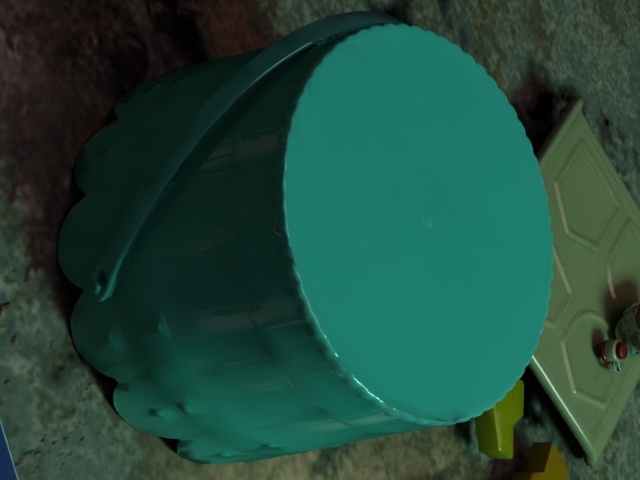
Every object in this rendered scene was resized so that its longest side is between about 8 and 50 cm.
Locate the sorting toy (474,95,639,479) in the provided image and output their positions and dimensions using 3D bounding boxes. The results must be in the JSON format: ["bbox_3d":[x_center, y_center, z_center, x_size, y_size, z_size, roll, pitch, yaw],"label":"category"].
[{"bbox_3d":[0.183,0.062,1.344,0.229,0.041,0.307,59,46,-26],"label":"sorting toy"}]

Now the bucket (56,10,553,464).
[{"bbox_3d":[0.000,0.000,1.053,0.281,0.183,0.281,13,72,-44],"label":"bucket"}]

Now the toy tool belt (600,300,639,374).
[{"bbox_3d":[0.265,0.075,1.363,0.083,0.051,0.052,-29,106,-47],"label":"toy tool belt"}]

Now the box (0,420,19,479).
[{"bbox_3d":[-0.262,0.111,0.859,0.225,0.036,0.136,-21,97,-45],"label":"box"}]
